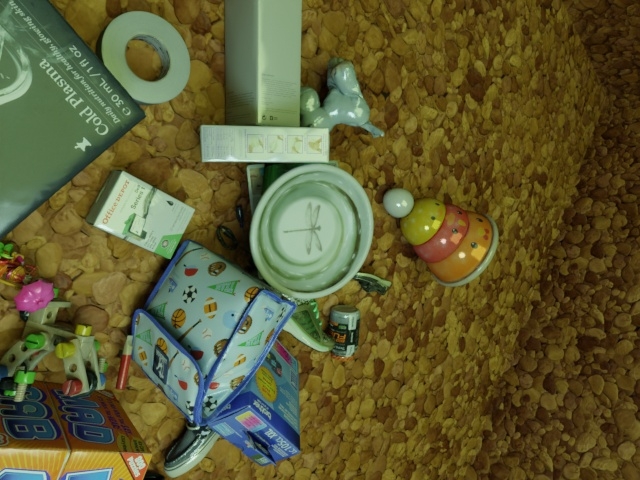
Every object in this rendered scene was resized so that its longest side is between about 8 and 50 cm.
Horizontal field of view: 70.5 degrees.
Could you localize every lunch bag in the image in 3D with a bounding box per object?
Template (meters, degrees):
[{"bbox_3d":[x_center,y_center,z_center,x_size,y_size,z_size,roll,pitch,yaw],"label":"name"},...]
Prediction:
[{"bbox_3d":[-0.316,0.242,1.218,0.386,0.327,0.239,-58,148,-4],"label":"lunch bag"}]

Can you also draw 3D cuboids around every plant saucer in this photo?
[{"bbox_3d":[-0.032,-0.029,1.348,0.400,0.100,0.401,-7,105,-27],"label":"plant saucer"}]

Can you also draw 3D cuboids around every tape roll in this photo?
[{"bbox_3d":[-0.452,-0.462,1.162,0.219,0.072,0.220,-8,103,-36],"label":"tape roll"}]

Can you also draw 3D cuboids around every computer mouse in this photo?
[{"bbox_3d":[-0.225,0.033,1.429,0.242,0.041,0.071,36,70,-24],"label":"computer mouse"}]

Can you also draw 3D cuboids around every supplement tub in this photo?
[{"bbox_3d":[0.089,0.350,1.717,0.116,0.117,0.191,-3,100,-38],"label":"supplement tub"}]

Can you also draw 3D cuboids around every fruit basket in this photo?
[{"bbox_3d":[-0.060,-0.075,1.443,0.326,0.165,0.354,-7,90,-26],"label":"fruit basket"}]

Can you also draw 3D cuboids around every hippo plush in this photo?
[{"bbox_3d":[0.027,-0.426,1.497,0.236,0.234,0.295,-26,101,1],"label":"hippo plush"}]

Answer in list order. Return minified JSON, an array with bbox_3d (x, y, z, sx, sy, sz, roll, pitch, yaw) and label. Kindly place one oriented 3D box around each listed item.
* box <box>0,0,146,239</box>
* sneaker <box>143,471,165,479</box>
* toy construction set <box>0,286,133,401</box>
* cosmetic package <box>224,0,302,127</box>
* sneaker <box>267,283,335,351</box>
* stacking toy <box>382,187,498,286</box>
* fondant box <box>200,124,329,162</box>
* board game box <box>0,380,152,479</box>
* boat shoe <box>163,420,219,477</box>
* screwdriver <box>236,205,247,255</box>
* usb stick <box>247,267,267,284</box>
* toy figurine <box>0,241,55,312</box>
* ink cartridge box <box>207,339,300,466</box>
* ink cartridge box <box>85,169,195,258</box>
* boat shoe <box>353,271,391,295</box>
[{"bbox_3d":[-0.705,-0.280,0.863,0.472,0.297,0.480,-49,124,-18],"label":"box"},{"bbox_3d":[-0.622,0.799,1.238,0.447,0.169,0.258,-19,104,-44],"label":"sneaker"},{"bbox_3d":[-0.603,0.242,1.104,0.308,0.257,0.238,24,70,-52],"label":"toy construction set"},{"bbox_3d":[-0.168,-0.508,1.298,0.155,0.196,0.366,-5,103,-38],"label":"cosmetic package"},{"bbox_3d":[-0.053,0.245,1.546,0.410,0.158,0.182,43,77,-40],"label":"sneaker"},{"bbox_3d":[0.444,-0.055,1.844,0.479,0.350,0.351,30,80,-21],"label":"stacking toy"},{"bbox_3d":[-0.162,-0.263,1.253,0.329,0.238,0.096,-3,101,-13],"label":"fondant box"},{"bbox_3d":[-0.663,0.553,1.012,0.356,0.356,0.357,25,83,-39],"label":"board game box"},{"bbox_3d":[-0.373,0.544,1.403,0.340,0.127,0.158,-43,116,-33],"label":"boat shoe"},{"bbox_3d":[-0.250,-0.029,1.445,0.024,0.025,0.170,-20,119,-34],"label":"screwdriver"},{"bbox_3d":[-0.242,0.144,1.462,0.277,0.045,0.077,-31,115,-29],"label":"usb stick"},{"bbox_3d":[-0.671,0.092,1.009,0.159,0.173,0.130,34,100,-12],"label":"toy figurine"},{"bbox_3d":[-0.187,0.472,1.352,0.151,0.396,0.270,-26,123,15],"label":"ink cartridge box"},{"bbox_3d":[-0.477,-0.068,1.206,0.219,0.092,0.160,31,79,-38],"label":"ink cartridge box"},{"bbox_3d":[0.199,0.172,1.793,0.223,0.080,0.074,20,81,-43],"label":"boat shoe"}]
